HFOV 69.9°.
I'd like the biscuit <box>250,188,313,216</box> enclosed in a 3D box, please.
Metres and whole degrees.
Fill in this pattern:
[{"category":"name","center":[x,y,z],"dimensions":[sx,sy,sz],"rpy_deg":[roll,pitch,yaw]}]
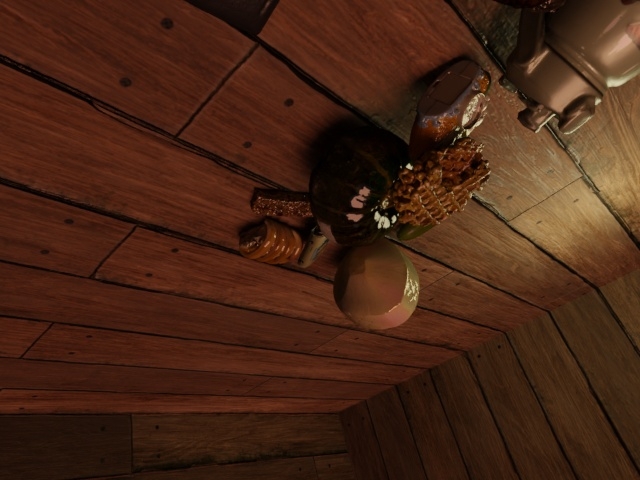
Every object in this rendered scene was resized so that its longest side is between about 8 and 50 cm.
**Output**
[{"category":"biscuit","center":[-0.064,-0.085,1.073],"dimensions":[0.199,0.034,0.064],"rpy_deg":[2,145,-26]}]

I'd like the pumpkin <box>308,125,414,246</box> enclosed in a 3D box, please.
[{"category":"pumpkin","center":[0.082,-0.121,0.957],"dimensions":[0.260,0.189,0.260],"rpy_deg":[-36,145,-31]}]

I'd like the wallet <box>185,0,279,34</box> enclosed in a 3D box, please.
[{"category":"wallet","center":[-0.159,-0.372,0.606],"dimensions":[0.244,0.025,0.124],"rpy_deg":[13,138,-38]}]

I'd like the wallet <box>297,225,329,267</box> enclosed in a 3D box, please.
[{"category":"wallet","center":[0.000,0.000,1.173],"dimensions":[0.110,0.039,0.155],"rpy_deg":[-42,169,-33]}]

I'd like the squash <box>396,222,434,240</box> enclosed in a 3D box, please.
[{"category":"squash","center":[0.282,-0.057,1.249],"dimensions":[0.066,0.066,0.201],"rpy_deg":[10,146,-35]}]

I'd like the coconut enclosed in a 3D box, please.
[{"category":"coconut","center":[0.151,0.121,1.286],"dimensions":[0.259,0.259,0.259],"rpy_deg":[-12,147,-8]}]

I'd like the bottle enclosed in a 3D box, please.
[{"category":"bottle","center":[0.446,-0.342,0.737],"dimensions":[0.229,0.229,0.352],"rpy_deg":[13,131,-38]}]

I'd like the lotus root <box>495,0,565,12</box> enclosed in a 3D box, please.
[{"category":"lotus root","center":[0.227,-0.431,0.545],"dimensions":[0.195,0.179,0.397],"rpy_deg":[-31,144,25]}]

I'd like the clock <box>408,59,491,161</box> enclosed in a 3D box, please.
[{"category":"clock","center":[0.251,-0.239,0.883],"dimensions":[0.231,0.103,0.144],"rpy_deg":[-47,145,-6]}]

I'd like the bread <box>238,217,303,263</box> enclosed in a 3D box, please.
[{"category":"bread","center":[-0.121,0.008,1.148],"dimensions":[0.119,0.084,0.177],"rpy_deg":[-35,148,27]}]

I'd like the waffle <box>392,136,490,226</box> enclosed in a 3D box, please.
[{"category":"waffle","center":[0.228,-0.105,0.868],"dimensions":[0.193,0.070,0.197],"rpy_deg":[-23,149,-9]}]
